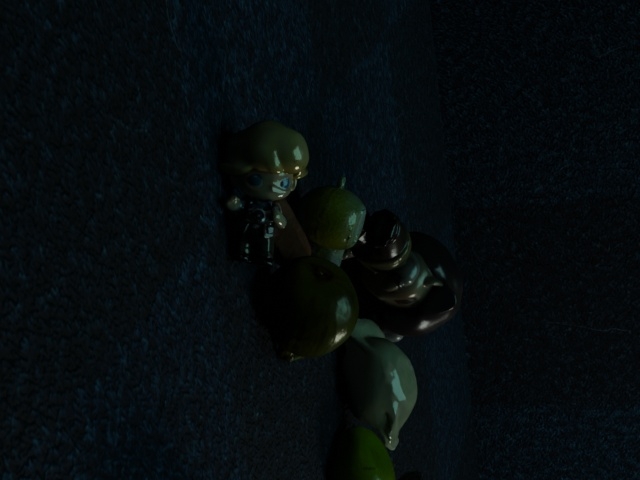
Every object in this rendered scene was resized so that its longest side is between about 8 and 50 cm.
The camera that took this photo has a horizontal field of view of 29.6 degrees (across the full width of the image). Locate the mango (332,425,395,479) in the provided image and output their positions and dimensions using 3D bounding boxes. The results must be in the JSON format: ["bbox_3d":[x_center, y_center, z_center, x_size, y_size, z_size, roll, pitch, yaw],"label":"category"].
[{"bbox_3d":[0.080,0.401,2.121,0.089,0.117,0.163,-49,-165,35],"label":"mango"}]

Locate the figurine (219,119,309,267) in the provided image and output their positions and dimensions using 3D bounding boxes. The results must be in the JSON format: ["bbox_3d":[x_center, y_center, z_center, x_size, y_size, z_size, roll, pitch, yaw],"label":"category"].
[{"bbox_3d":[-0.082,-0.066,1.641,0.108,0.114,0.196,80,21,-83],"label":"figurine"}]

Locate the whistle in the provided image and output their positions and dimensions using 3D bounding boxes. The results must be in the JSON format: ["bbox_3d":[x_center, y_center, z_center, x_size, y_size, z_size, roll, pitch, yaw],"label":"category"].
[{"bbox_3d":[0.000,0.000,1.965,0.123,0.123,0.223,-18,126,-75],"label":"whistle"}]

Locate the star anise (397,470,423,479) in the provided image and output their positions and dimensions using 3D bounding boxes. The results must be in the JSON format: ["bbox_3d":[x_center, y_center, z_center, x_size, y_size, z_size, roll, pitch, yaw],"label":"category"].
[{"bbox_3d":[0.119,0.536,2.182,0.212,0.129,0.282,-32,148,-63],"label":"star anise"}]

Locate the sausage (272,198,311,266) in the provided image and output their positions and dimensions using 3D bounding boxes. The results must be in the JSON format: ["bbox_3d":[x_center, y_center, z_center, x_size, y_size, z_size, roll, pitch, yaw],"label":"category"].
[{"bbox_3d":[-0.064,-0.021,1.767,0.169,0.065,0.065,63,28,-55],"label":"sausage"}]

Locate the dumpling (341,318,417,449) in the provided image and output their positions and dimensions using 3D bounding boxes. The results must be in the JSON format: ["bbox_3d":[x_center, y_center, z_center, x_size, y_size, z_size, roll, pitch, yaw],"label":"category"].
[{"bbox_3d":[0.107,0.262,2.230,0.162,0.132,0.250,-3,75,-67],"label":"dumpling"}]

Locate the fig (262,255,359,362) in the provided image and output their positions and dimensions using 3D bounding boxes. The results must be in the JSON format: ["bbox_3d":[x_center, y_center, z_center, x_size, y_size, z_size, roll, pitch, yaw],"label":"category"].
[{"bbox_3d":[-0.030,0.110,1.785,0.142,0.186,0.148,37,27,-9],"label":"fig"}]

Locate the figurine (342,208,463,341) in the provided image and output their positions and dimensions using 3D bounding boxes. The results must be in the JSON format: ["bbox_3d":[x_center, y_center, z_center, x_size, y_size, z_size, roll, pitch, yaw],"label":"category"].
[{"bbox_3d":[0.136,0.067,2.229,0.365,0.218,0.206,28,62,-66],"label":"figurine"}]
